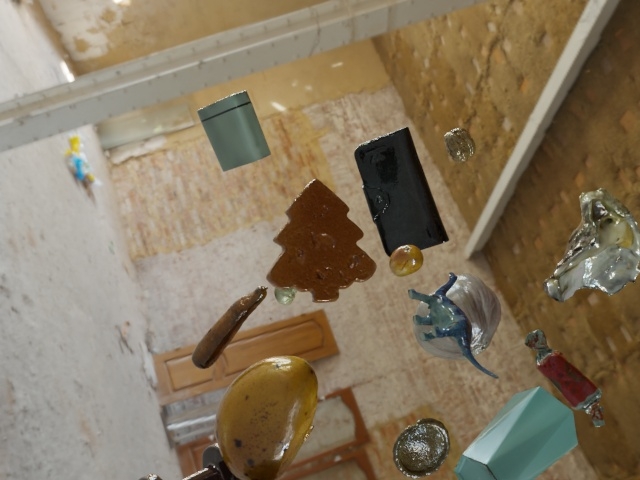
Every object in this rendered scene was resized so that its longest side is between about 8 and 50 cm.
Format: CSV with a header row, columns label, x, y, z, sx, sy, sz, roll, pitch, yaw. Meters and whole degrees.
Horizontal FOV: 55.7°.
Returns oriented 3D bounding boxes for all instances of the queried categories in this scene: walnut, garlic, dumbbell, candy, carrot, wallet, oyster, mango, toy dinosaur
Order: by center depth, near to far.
label,x,y,z,sx,sy,sz,roll,pitch,yaw
mango,0.161,0.042,1.154,0.089,0.060,0.046,113,2,-52
oyster,0.560,0.024,1.246,0.100,0.275,0.271,52,-54,46
mango,-0.112,0.356,1.250,0.191,0.290,0.160,33,14,13
carrot,-0.194,0.181,1.297,0.059,0.248,0.059,38,13,-11
toy dinosaur,0.268,0.174,1.322,0.329,0.144,0.076,-99,-166,-55
dumbbell,-0.287,0.549,1.337,0.124,0.225,0.140,10,-77,42
wallet,0.201,-0.121,1.571,0.045,0.172,0.318,-9,80,-72
candy,0.644,0.360,1.584,0.292,0.086,0.059,48,3,12
walnut,0.376,-0.255,1.630,0.082,0.079,0.096,-12,-69,59
garlic,0.468,0.273,2.058,0.317,0.317,0.259,82,-15,-61

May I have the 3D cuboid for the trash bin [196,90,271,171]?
label,x,y,z,sx,sy,sz,roll,pitch,yaw
trash bin,-0.167,-0.210,1.174,0.116,0.059,0.130,-11,-73,40

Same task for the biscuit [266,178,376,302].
label,x,y,z,sx,sy,sz,roll,pitch,yaw
biscuit,0.000,0.000,1.491,0.043,0.284,0.306,153,-66,-71

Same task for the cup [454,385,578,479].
label,x,y,z,sx,sy,sz,roll,pitch,yaw
cup,0.374,0.400,1.159,0.134,0.235,0.148,56,-39,12

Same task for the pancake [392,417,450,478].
label,x,y,z,sx,sy,sz,roll,pitch,yaw
pancake,0.301,0.612,1.783,0.021,0.199,0.199,28,-42,65

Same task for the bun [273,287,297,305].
label,x,y,z,sx,sy,sz,roll,pitch,yaw
bun,-0.104,0.158,1.872,0.086,0.055,0.086,28,58,-57
